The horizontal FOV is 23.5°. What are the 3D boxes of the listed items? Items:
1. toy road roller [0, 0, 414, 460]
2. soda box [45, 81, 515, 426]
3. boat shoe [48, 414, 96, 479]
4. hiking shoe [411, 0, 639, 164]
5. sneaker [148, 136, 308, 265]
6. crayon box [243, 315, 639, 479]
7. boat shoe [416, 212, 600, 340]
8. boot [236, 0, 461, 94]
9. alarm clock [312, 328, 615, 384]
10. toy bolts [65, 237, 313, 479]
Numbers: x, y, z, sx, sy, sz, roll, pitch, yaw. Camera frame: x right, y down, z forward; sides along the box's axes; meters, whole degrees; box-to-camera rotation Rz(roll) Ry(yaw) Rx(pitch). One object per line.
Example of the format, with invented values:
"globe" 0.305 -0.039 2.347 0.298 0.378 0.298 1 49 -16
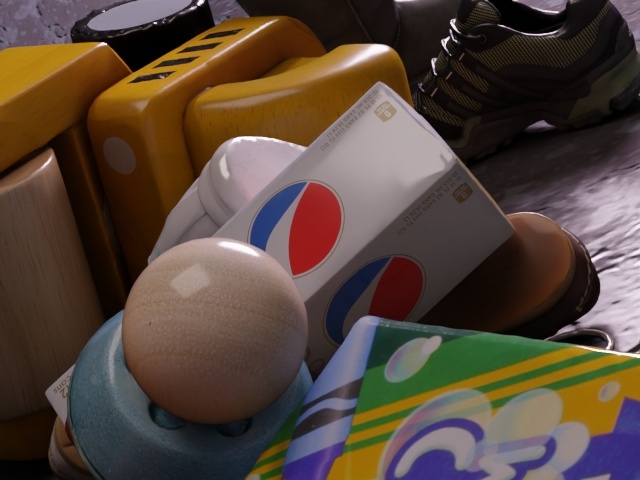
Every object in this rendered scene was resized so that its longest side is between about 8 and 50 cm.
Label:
"toy road roller" -0.083 -0.023 0.915 0.240 0.202 0.329 2 27 34
"soda box" -0.018 0.033 0.713 0.216 0.074 0.069 -43 51 3
"boat shoe" -0.079 0.077 0.830 0.170 0.063 0.059 -28 -9 -35
"hiking shoe" 0.110 -0.122 1.080 0.227 0.114 0.086 -18 17 20
"sneaker" 0.000 0.000 0.827 0.212 0.080 0.094 11 -43 -43
"crayon box" 0.065 0.128 0.343 0.203 0.083 0.323 -53 28 -20
"boat shoe" 0.039 0.046 0.769 0.207 0.073 0.073 -15 -20 19
"boot" 0.038 -0.182 1.074 0.189 0.208 0.076 -40 52 -5
"alarm clock" 0.045 0.081 0.655 0.192 0.064 0.129 -26 17 -19
"toy bolts" -0.093 0.093 0.492 0.228 0.218 0.158 -19 -27 -24
